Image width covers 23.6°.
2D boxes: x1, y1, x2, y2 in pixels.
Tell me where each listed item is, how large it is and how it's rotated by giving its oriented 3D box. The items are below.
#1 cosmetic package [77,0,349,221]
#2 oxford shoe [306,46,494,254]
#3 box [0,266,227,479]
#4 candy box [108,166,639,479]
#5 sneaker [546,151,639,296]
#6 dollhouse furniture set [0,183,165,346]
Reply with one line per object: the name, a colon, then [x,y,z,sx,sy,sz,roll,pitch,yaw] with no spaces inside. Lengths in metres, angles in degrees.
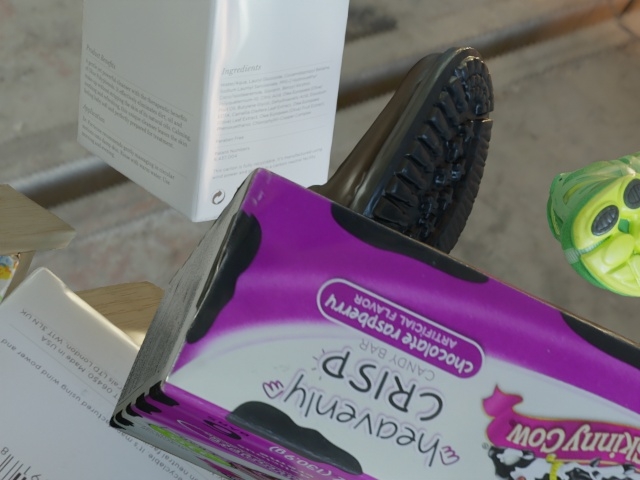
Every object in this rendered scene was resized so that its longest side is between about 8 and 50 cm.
cosmetic package: [-0.088,-0.225,1.285,0.155,0.366,0.197,-13,33,-38]
oxford shoe: [0.000,0.000,0.708,0.096,0.227,0.083,27,-11,35]
box: [-0.132,0.144,0.740,0.181,0.119,0.182,38,41,-1]
candy box: [0.018,0.060,0.519,0.159,0.233,0.071,25,78,-6]
sneaker: [0.259,-0.012,1.365,0.295,0.123,0.109,-27,103,-64]
dollhouse furniture set: [-0.341,0.128,1.010,0.394,0.362,0.256,33,17,19]
